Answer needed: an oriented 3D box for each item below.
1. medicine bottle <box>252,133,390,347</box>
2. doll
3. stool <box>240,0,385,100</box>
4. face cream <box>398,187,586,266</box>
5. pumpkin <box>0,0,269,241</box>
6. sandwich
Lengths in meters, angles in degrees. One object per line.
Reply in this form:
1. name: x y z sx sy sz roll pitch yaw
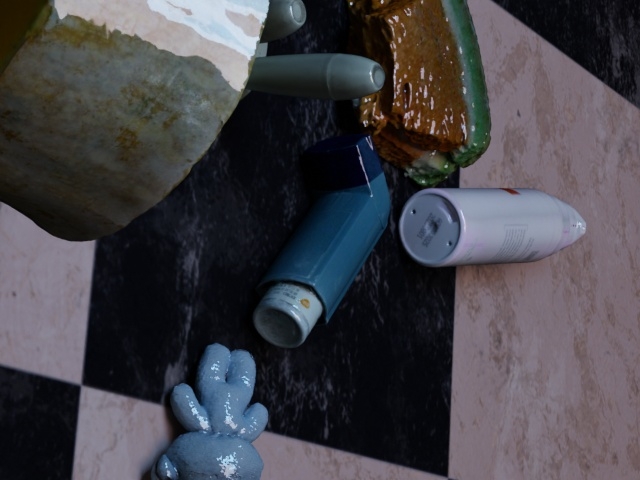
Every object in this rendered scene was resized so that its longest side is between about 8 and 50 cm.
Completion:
1. medicine bottle: 0.000 0.000 1.778 0.258 0.079 0.124 -59 134 -41
2. doll: -0.105 0.188 1.615 0.120 0.075 0.179 16 43 -14
3. stool: -0.050 -0.238 1.644 0.195 0.199 0.195 34 59 -49
4. face cream: 0.229 -0.019 2.098 0.346 0.102 0.102 -2 86 -56
5. pumpkin: -0.217 -0.187 1.313 0.199 0.332 0.332 28 61 -36
6. sandwich: 0.110 -0.208 1.949 0.212 0.109 0.292 5 81 -56
